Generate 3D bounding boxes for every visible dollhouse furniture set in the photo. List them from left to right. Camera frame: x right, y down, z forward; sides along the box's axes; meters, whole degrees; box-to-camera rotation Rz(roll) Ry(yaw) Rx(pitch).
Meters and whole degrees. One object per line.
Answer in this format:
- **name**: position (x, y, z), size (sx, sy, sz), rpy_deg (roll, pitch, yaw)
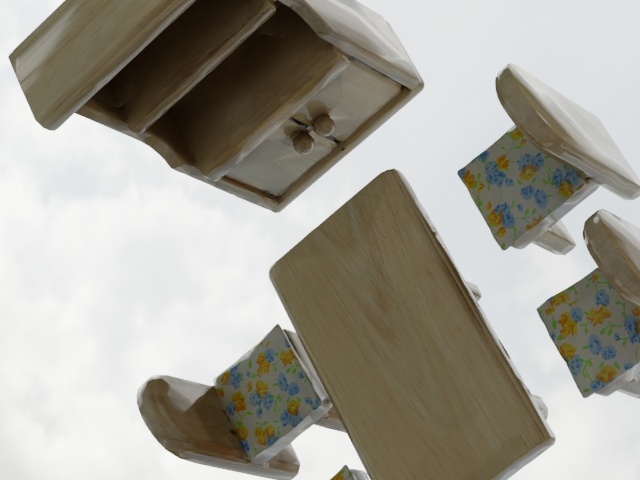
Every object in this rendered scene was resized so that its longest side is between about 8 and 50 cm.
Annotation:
- **dollhouse furniture set**: position (0.000, 0.000, 0.727), size (0.212, 0.161, 0.242), rpy_deg (-40, -123, 20)
